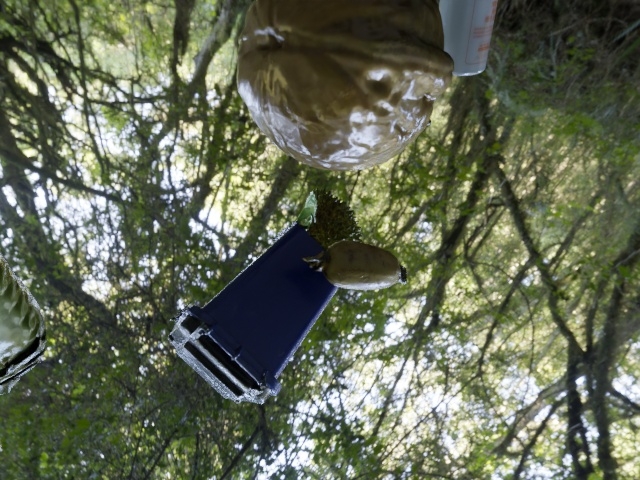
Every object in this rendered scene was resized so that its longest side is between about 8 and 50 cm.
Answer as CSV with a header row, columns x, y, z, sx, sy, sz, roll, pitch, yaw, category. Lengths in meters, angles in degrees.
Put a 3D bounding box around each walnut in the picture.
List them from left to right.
x,y,z,sx,sy,sz,roll,pitch,yaw,category
0.043,-0.255,0.650,0.332,0.333,0.333,8,-132,-9,walnut

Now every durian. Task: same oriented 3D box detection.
x,y,z,sx,sy,sz,roll,pitch,yaw,category
0.000,0.002,1.001,0.176,0.200,0.237,44,-158,-19,durian

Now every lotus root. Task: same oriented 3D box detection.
x,y,z,sx,sy,sz,roll,pitch,yaw,category
0.047,0.032,0.600,0.151,0.063,0.072,7,-152,-13,lotus root

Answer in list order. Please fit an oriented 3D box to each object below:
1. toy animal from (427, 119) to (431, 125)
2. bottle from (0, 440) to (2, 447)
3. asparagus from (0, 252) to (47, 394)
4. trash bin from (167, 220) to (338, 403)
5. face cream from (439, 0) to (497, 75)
x,y,z,sx,sy,sz,roll,pitch,yaw,category
0.155,-0.281,0.913,0.175,0.217,0.073,-19,-137,-28,toy animal
-0.489,0.161,0.572,0.083,0.083,0.270,-23,-81,-31,bottle
-0.365,0.010,0.414,0.108,0.382,0.128,-18,-134,-22,asparagus
-0.078,0.096,0.628,0.162,0.184,0.234,46,-119,-6,trash bin
0.263,-0.431,0.783,0.101,0.252,0.101,0,-144,0,face cream
